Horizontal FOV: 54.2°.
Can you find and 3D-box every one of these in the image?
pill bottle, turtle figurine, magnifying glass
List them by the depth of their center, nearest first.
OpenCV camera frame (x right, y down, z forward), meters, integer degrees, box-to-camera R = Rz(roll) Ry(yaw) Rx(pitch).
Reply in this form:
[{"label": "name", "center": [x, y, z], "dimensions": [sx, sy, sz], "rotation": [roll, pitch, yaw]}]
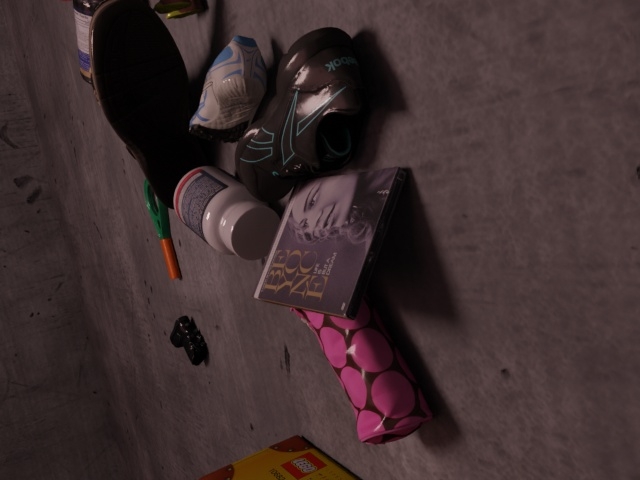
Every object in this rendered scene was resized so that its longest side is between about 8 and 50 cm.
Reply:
[{"label": "turtle figurine", "center": [-0.227, -0.445, 0.917], "dimensions": [0.269, 0.087, 0.217], "rotation": [-134, 31, -76]}, {"label": "pill bottle", "center": [-0.137, -0.039, 0.932], "dimensions": [0.180, 0.108, 0.107], "rotation": [32, 130, 50]}, {"label": "pill bottle", "center": [-0.400, -0.412, 1.185], "dimensions": [0.123, 0.123, 0.219], "rotation": [46, 139, 40]}, {"label": "magnifying glass", "center": [-0.347, -0.028, 1.381], "dimensions": [0.092, 0.026, 0.230], "rotation": [-9, 94, 60]}]

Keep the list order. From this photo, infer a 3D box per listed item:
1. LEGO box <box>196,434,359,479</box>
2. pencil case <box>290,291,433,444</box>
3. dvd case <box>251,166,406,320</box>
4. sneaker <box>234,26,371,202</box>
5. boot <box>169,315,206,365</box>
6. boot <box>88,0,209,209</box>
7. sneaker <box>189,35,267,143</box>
[{"label": "LEGO box", "center": [0.042, 0.541, 0.817], "dimensions": [0.500, 0.193, 0.372], "rotation": [12, 114, 57]}, {"label": "pencil case", "center": [0.042, 0.137, 0.733], "dimensions": [0.098, 0.095, 0.209], "rotation": [-38, 64, 21]}, {"label": "dvd case", "center": [0.000, 0.000, 0.717], "dimensions": [0.221, 0.018, 0.164], "rotation": [1, 68, 60]}, {"label": "sneaker", "center": [-0.024, -0.111, 0.717], "dimensions": [0.106, 0.101, 0.267], "rotation": [60, 148, 19]}, {"label": "boot", "center": [-0.292, 0.234, 1.391], "dimensions": [0.099, 0.045, 0.121], "rotation": [55, 144, 25]}, {"label": "boot", "center": [-0.312, -0.262, 1.048], "dimensions": [0.284, 0.138, 0.377], "rotation": [51, 165, 39]}, {"label": "sneaker", "center": [-0.130, -0.203, 0.886], "dimensions": [0.237, 0.085, 0.086], "rotation": [149, 129, -63]}]
